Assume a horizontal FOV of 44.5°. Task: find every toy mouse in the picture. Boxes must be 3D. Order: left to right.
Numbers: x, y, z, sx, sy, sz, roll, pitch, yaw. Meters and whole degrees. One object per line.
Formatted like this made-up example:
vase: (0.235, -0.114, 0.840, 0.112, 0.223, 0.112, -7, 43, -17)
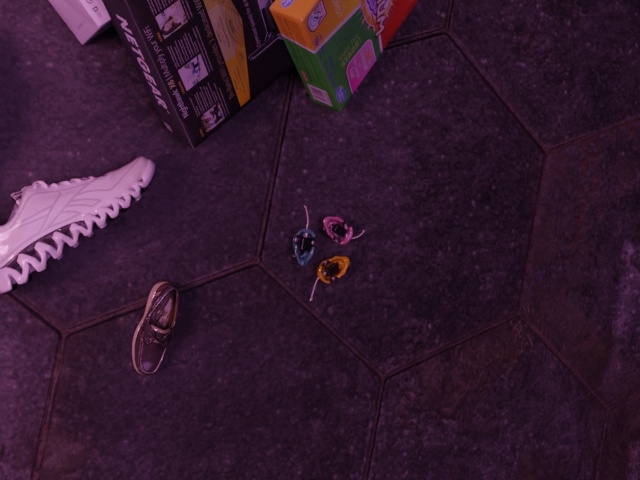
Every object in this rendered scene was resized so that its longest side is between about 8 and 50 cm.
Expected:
toy mouse: (0.000, 0.000, 1.358, 0.161, 0.031, 0.143, -38, 108, -20)

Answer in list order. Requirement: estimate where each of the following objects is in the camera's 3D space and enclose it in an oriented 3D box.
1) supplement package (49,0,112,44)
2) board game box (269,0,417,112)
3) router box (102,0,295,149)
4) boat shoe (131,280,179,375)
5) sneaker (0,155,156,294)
supplement package: (-0.282, -0.418, 1.145, 0.244, 0.139, 0.134, -42, 109, -20)
board game box: (0.063, -0.405, 1.277, 0.316, 0.064, 0.242, -56, 154, -13)
router box: (-0.165, -0.320, 1.142, 0.243, 0.081, 0.309, -43, 149, -18)
boat shoe: (-0.258, 0.139, 1.228, 0.056, 0.049, 0.152, 12, 87, -26)
sneaker: (-0.371, -0.048, 1.142, 0.292, 0.110, 0.118, -38, 98, -20)
